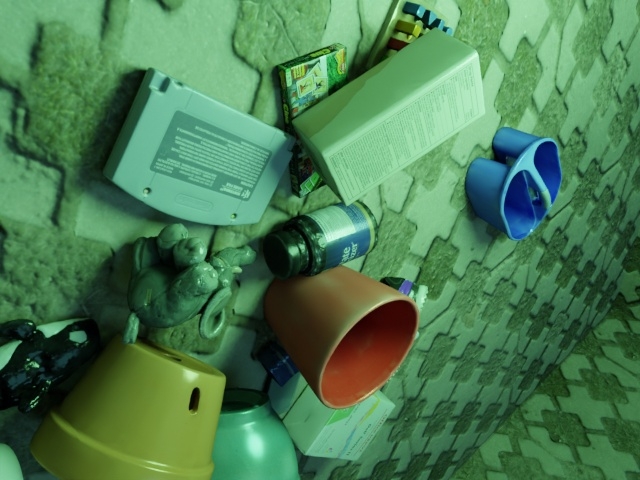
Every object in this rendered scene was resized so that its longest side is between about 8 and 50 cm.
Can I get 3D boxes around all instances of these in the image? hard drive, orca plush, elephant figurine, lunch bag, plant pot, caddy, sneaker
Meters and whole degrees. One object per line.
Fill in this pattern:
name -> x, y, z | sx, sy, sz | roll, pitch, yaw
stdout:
hard drive -> -0.100, 0.371, 1.359 | 0.094, 0.022, 0.135 | -6, 122, -43
orca plush -> -0.454, 0.205, 0.810 | 0.287, 0.102, 0.151 | -9, 123, -42
elephant figurine -> -0.208, 0.083, 0.947 | 0.186, 0.169, 0.239 | -23, 157, 6
lunch bag -> -0.094, 0.274, 1.258 | 0.065, 0.067, 0.098 | -40, 138, -17
plant pot -> -0.289, 0.283, 0.922 | 0.291, 0.291, 0.203 | 35, 75, -52
plant pot -> -0.187, 0.419, 1.135 | 0.293, 0.293, 0.196 | -2, 91, -45
caddy -> 0.545, -0.146, 1.513 | 0.241, 0.179, 0.341 | -51, 141, -6
plant pot -> 0.027, 0.168, 1.162 | 0.275, 0.243, 0.275 | -26, 135, -30
sneaker -> 0.153, 0.223, 1.413 | 0.102, 0.146, 0.293 | 113, 2, -76

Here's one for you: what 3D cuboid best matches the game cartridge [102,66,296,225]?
game cartridge -> -0.183, -0.126, 0.883 | 0.294, 0.060, 0.196 | 17, 101, -49

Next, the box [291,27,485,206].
box -> 0.124, -0.217, 0.978 | 0.311, 0.121, 0.148 | -33, 139, -5

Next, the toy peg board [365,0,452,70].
toy peg board -> 0.191, -0.370, 1.065 | 0.161, 0.079, 0.161 | 8, 112, -49

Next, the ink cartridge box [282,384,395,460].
ink cartridge box -> 0.073, 0.490, 1.546 | 0.207, 0.119, 0.353 | -55, 141, 1

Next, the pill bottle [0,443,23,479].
pill bottle -> -0.607, 0.383, 0.690 | 0.392, 0.224, 0.224 | 8, 112, -49

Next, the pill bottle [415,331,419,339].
pill bottle -> 0.167, 0.293, 1.507 | 0.193, 0.108, 0.108 | -48, 141, -8

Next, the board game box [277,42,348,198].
board game box -> -0.005, -0.214, 1.021 | 0.136, 0.030, 0.260 | -32, 137, -28

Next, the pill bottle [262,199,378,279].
pill bottle -> 0.000, 0.000, 1.108 | 0.219, 0.123, 0.123 | -21, 131, -35
